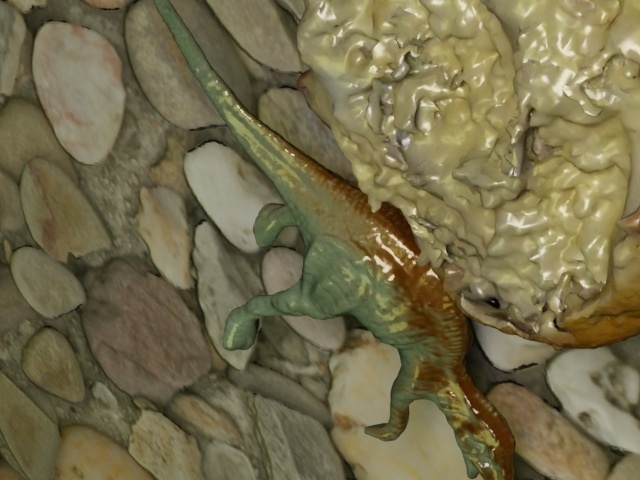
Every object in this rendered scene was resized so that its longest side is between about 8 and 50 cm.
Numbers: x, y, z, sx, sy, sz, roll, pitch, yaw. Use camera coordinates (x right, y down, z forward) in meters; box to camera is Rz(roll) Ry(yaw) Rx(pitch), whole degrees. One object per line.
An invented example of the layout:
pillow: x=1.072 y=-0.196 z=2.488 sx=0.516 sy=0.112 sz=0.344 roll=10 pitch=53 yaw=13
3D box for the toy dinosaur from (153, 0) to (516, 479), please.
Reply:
toy dinosaur: x=0.000 y=0.000 z=1.059 sx=0.205 sy=0.092 sz=0.393 roll=-5 pitch=112 yaw=50

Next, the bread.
bread: x=0.114 y=-0.078 z=0.822 sx=0.274 sy=0.149 sz=0.274 roll=36 pitch=143 yaw=34
